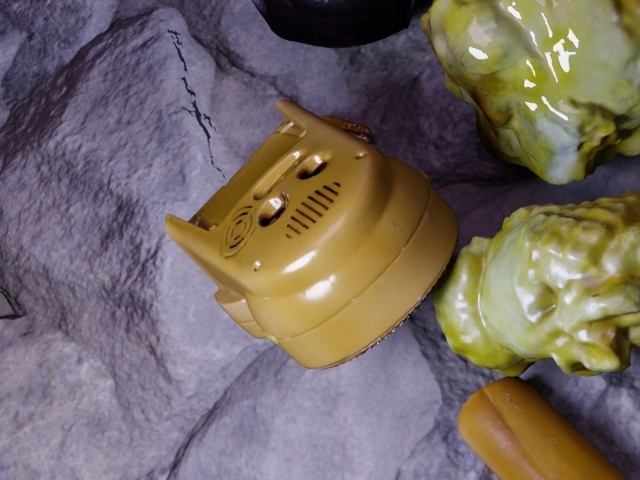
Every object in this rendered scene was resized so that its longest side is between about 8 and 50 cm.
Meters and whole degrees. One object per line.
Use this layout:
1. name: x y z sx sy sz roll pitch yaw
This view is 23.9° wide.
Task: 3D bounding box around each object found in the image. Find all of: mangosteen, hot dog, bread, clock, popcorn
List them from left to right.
1. clock: 0.000 0.000 1.577 0.244 0.200 0.317 -49 22 -4
2. hot dog: 0.025 -0.126 1.809 0.083 0.021 0.037 19 81 32
3. mangosteen: 0.027 -0.374 1.797 0.233 0.287 0.288 19 69 9
4. bread: 0.223 0.222 1.472 0.092 0.074 0.239 -45 52 1
5. popcorn: 0.266 -0.235 1.607 0.312 0.312 0.312 -12 57 19
6. popcorn: 0.266 0.044 1.483 0.286 0.225 0.174 -14 84 54
